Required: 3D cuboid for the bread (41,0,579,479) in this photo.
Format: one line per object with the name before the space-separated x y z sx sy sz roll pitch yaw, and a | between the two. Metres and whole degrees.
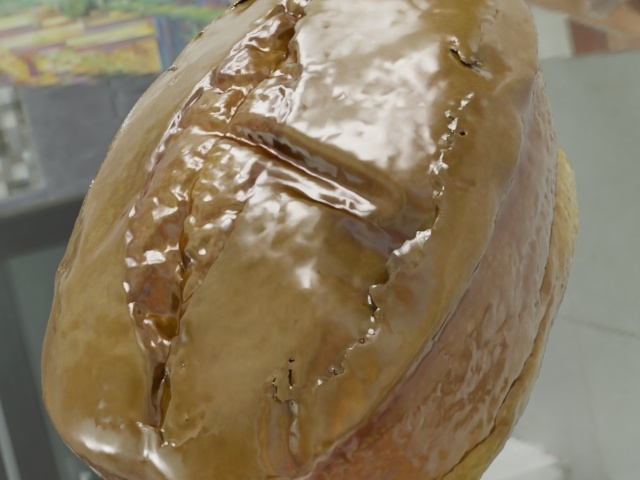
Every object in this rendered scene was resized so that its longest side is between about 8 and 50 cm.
bread | 0.000 0.000 0.629 0.195 0.269 0.142 4 143 35
